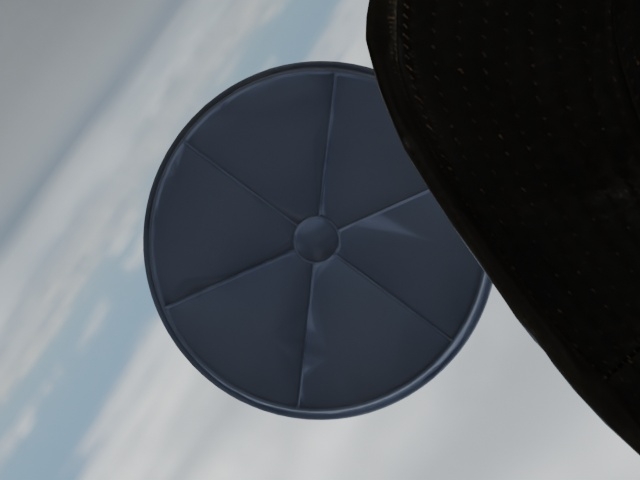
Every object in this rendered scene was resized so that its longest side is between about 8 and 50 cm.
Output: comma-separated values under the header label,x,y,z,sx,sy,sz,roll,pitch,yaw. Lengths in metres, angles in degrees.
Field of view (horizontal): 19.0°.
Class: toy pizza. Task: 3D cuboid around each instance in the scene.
label,x,y,z,sx,sy,sz,roll,pitch,yaw
toy pizza,0.000,0.000,1.079,0.201,0.201,0.032,-53,172,4

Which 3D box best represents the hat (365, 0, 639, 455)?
label,x,y,z,sx,sy,sz,roll,pitch,yaw
hat,0.184,-0.053,0.547,0.331,0.331,0.134,-59,-177,-35
